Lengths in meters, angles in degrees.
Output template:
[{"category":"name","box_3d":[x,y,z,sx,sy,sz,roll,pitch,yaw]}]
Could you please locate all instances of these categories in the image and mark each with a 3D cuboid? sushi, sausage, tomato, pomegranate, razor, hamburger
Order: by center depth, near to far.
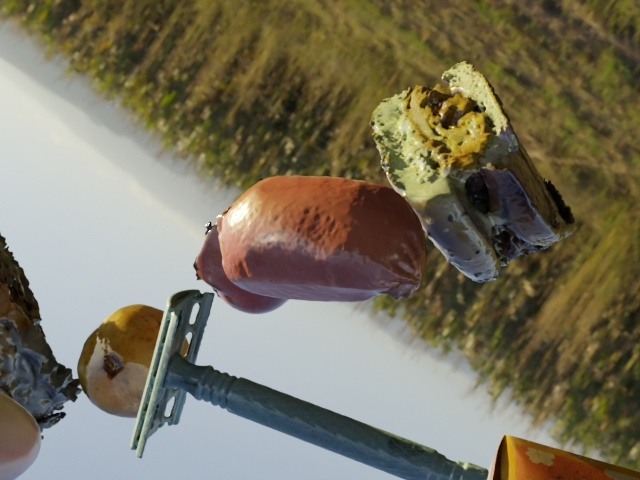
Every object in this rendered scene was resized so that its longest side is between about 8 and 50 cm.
[{"category":"razor","box_3d":[-0.005,0.121,0.683,0.232,0.106,0.068,20,-165,10]},{"category":"sausage","box_3d":[0.000,0.000,1.162,0.254,0.148,0.148,1,168,22]},{"category":"tomato","box_3d":[-0.069,0.021,1.508,0.112,0.199,0.228,38,177,24]},{"category":"hamburger","box_3d":[0.224,-0.086,1.513,0.277,0.195,0.318,52,-167,-33]},{"category":"pomegranate","box_3d":[-0.290,0.195,1.664,0.196,0.196,0.196,34,-178,-1]},{"category":"sushi","box_3d":[-0.553,0.156,1.797,0.417,0.176,0.417,56,165,23]}]

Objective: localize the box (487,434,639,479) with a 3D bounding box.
[{"category":"box","box_3d":[0.253,0.423,1.190,0.214,0.283,0.259,16,-151,4]}]

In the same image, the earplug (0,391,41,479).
[{"category":"earplug","box_3d":[-0.422,0.219,1.154,0.172,0.172,0.301,35,-174,25]}]
